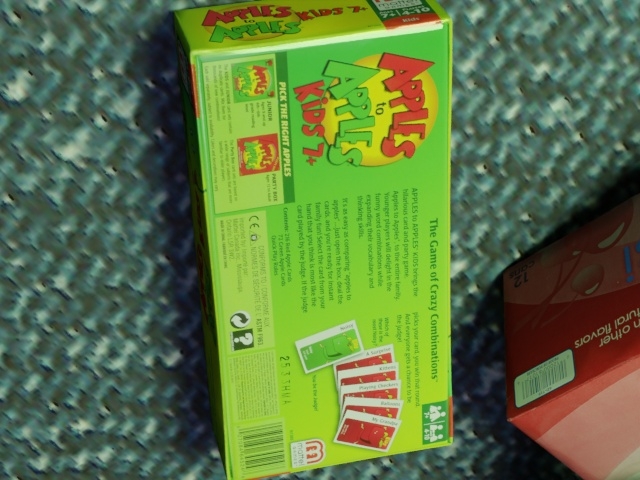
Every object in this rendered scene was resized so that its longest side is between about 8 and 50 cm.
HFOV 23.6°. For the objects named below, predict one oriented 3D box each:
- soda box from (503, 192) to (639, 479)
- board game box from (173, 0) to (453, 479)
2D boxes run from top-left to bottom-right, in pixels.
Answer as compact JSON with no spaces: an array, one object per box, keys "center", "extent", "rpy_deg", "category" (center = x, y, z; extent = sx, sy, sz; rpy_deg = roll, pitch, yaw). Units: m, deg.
[{"center":[0.194,0.004,0.553],"extent":[0.263,0.083,0.092],"rpy_deg":[-33,123,32],"category":"soda box"},{"center":[0.000,0.000,0.576],"extent":[0.092,0.043,0.181],"rpy_deg":[-9,120,-11],"category":"board game box"}]
